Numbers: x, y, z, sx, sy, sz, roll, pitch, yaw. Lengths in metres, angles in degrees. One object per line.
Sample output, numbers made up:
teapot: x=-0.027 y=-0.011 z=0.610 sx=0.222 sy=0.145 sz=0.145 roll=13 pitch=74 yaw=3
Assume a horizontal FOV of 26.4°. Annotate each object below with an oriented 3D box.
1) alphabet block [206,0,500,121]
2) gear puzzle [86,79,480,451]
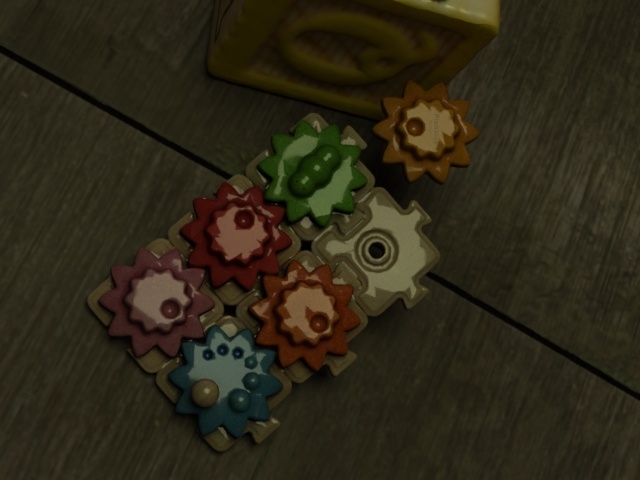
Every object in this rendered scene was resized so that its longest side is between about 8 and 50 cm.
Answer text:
alphabet block: x=0.029 y=-0.236 z=1.112 sx=0.192 sy=0.193 sz=0.197 roll=13 pitch=67 yaw=-15
gear puzzle: x=0.000 y=0.000 z=1.051 sx=0.339 sy=0.044 sz=0.175 roll=-41 pitch=89 yaw=-14
